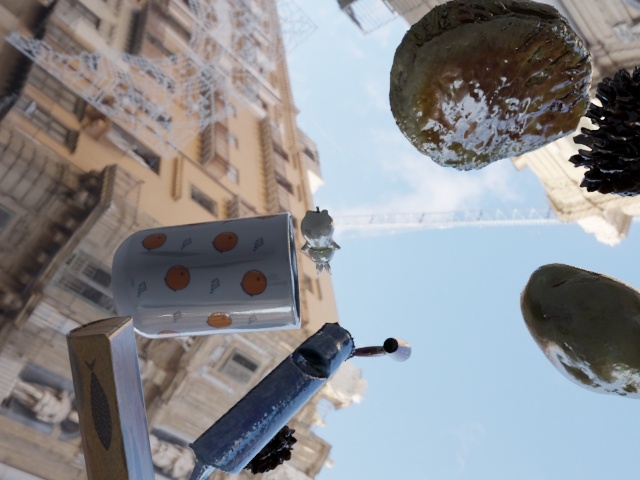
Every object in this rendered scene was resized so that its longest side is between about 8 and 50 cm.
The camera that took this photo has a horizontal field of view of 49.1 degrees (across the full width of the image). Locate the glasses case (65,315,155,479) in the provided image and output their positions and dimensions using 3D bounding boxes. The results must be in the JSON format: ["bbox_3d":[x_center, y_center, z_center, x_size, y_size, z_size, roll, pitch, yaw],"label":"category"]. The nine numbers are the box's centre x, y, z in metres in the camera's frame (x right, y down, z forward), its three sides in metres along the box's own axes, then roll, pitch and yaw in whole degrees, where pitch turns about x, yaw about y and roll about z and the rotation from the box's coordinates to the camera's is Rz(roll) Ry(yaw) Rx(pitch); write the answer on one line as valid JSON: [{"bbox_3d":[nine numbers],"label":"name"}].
[{"bbox_3d":[-0.160,0.148,0.539,0.041,0.170,0.064,-6,-173,3],"label":"glasses case"}]

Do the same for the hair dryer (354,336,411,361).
[{"bbox_3d":[0.126,0.259,1.633,0.154,0.106,0.054,-12,-110,22],"label":"hair dryer"}]

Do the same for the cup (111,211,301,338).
[{"bbox_3d":[-0.203,0.066,1.275,0.317,0.212,0.212,-5,-135,1],"label":"cup"}]

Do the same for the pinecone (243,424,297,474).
[{"bbox_3d":[-0.118,0.395,1.405,0.140,0.121,0.140,-24,-165,7],"label":"pinecone"}]

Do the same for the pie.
[{"bbox_3d":[0.160,-0.139,0.646,0.193,0.163,0.079,-5,-146,-7],"label":"pie"}]

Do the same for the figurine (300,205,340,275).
[{"bbox_3d":[0.010,-0.001,1.489,0.081,0.146,0.098,14,-123,23],"label":"figurine"}]

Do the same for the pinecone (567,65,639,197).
[{"bbox_3d":[0.651,-0.231,1.479,0.246,0.292,0.246,-9,-146,6],"label":"pinecone"}]

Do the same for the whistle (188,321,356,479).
[{"bbox_3d":[-0.052,0.191,0.840,0.062,0.062,0.304,-22,-172,36],"label":"whistle"}]

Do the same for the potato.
[{"bbox_3d":[0.375,0.118,0.960,0.160,0.178,0.235,-40,-132,-12],"label":"potato"}]
